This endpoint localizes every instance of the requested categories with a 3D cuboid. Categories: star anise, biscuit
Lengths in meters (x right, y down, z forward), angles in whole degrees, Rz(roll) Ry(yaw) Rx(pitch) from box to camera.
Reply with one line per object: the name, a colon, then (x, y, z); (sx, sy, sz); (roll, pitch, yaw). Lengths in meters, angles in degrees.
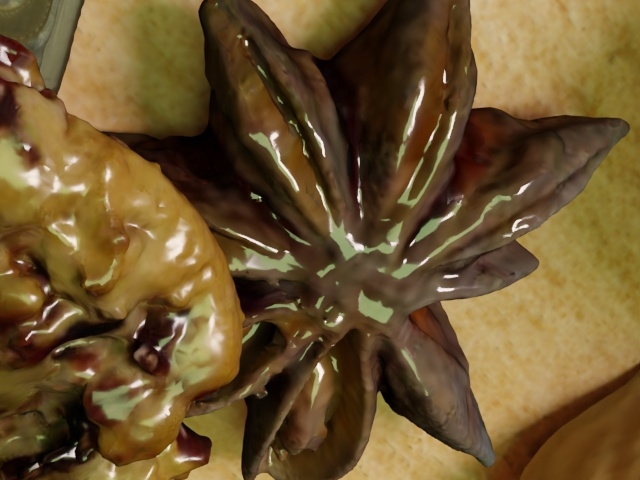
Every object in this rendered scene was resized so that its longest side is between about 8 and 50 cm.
star anise: (0.017, 0.004, 0.513); (0.315, 0.108, 0.315); (-6, 113, -14)
biscuit: (-0.196, 0.050, 0.433); (0.334, 0.081, 0.289); (-22, 123, 26)

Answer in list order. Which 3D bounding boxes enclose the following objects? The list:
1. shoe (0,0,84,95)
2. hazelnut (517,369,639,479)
shoe: (-0.159, -0.115, 0.408); (0.103, 0.098, 0.275); (28, 106, 7)
hazelnut: (0.240, 0.191, 0.607); (0.261, 0.261, 0.241); (-7, 84, -10)
